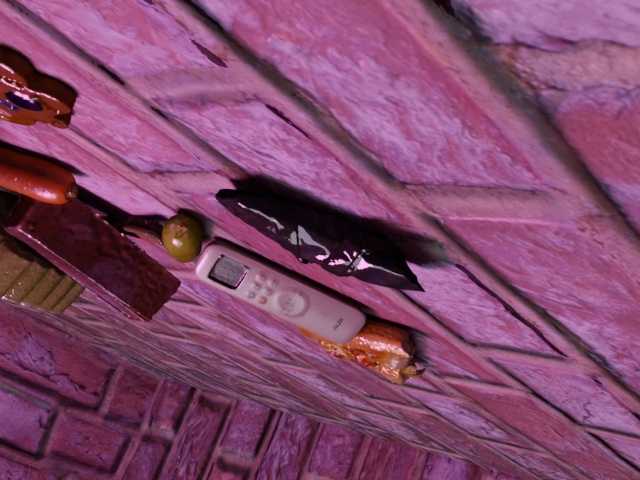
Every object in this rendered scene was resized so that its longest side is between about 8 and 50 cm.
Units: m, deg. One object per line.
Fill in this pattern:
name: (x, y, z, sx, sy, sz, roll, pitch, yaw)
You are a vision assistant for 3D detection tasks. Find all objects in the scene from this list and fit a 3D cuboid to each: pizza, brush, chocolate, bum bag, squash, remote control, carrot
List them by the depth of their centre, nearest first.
bum bag: (0.000, 0.000, 1.255, 0.310, 0.074, 0.137, 22, 174, 2)
carrot: (-0.494, -0.113, 1.528, 0.225, 0.067, 0.067, 19, 164, 13)
squash: (-0.229, 0.002, 1.565, 0.066, 0.066, 0.201, 23, 167, -3)
remote control: (-0.067, 0.088, 1.623, 0.310, 0.038, 0.090, 27, 122, -15)
chocolate: (-0.405, 0.018, 1.658, 0.321, 0.112, 0.112, 43, 160, -27)
brush: (-0.338, -0.025, 1.674, 0.043, 0.036, 0.248, 37, 165, -31)
pizza: (0.114, 0.218, 1.793, 0.280, 0.075, 0.288, 5, 157, 46)

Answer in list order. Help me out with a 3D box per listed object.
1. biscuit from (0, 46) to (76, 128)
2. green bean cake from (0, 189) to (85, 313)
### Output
biscuit: (-0.412, -0.194, 1.228, 0.180, 0.039, 0.236, 32, 163, -34)
green bean cake: (-0.563, 0.012, 1.748, 0.248, 0.125, 0.222, 46, -172, 30)
